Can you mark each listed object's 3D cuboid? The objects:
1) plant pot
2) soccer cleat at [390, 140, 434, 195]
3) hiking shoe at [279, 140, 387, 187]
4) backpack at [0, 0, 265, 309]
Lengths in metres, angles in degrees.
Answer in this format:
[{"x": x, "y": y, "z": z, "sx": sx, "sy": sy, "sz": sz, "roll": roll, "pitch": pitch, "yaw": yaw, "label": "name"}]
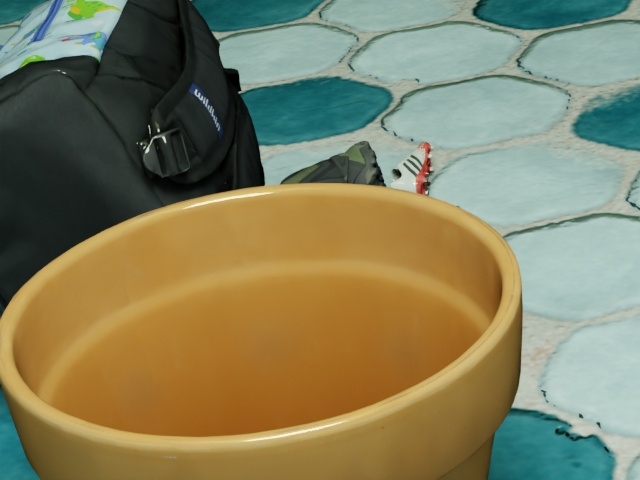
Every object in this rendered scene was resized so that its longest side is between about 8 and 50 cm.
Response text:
[{"x": -0.022, "y": 0.118, "z": 1.028, "sx": 0.291, "sy": 0.203, "sz": 0.291, "roll": -7, "pitch": 27, "yaw": 3, "label": "plant pot"}, {"x": 0.079, "y": -0.062, "z": 1.556, "sx": 0.036, "sy": 0.029, "sz": 0.083, "roll": 1, "pitch": 32, "yaw": 9, "label": "soccer cleat"}, {"x": 0.000, "y": 0.000, "z": 1.416, "sx": 0.114, "sy": 0.086, "sz": 0.227, "roll": -19, "pitch": 19, "yaw": 9, "label": "hiking shoe"}, {"x": -0.154, "y": -0.059, "z": 1.329, "sx": 0.273, "sy": 0.290, "sz": 0.355, "roll": -19, "pitch": 30, "yaw": 23, "label": "backpack"}]
